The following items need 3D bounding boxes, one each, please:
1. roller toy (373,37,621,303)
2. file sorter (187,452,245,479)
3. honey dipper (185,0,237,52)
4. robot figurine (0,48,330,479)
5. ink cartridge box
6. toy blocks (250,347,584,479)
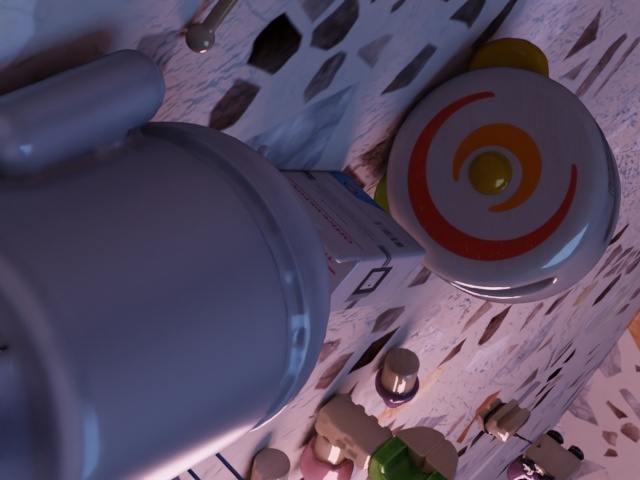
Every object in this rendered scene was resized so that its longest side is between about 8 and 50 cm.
[{"bbox_3d":[0.159,-0.048,1.417,0.209,0.191,0.146,-47,162,5],"label":"roller toy"},{"bbox_3d":[-0.157,0.274,1.546,0.170,0.104,0.118,-27,154,-48],"label":"file sorter"},{"bbox_3d":[-0.032,-0.174,0.974,0.161,0.030,0.030,-49,163,22],"label":"honey dipper"},{"bbox_3d":[-0.131,0.046,0.939,0.353,0.199,0.300,-24,123,-49],"label":"robot figurine"},{"bbox_3d":[0.000,0.000,1.302,0.060,0.104,0.180,-51,162,18],"label":"ink cartridge box"},{"bbox_3d":[0.094,0.331,1.958,0.309,0.288,0.260,-38,155,-32],"label":"toy blocks"}]
